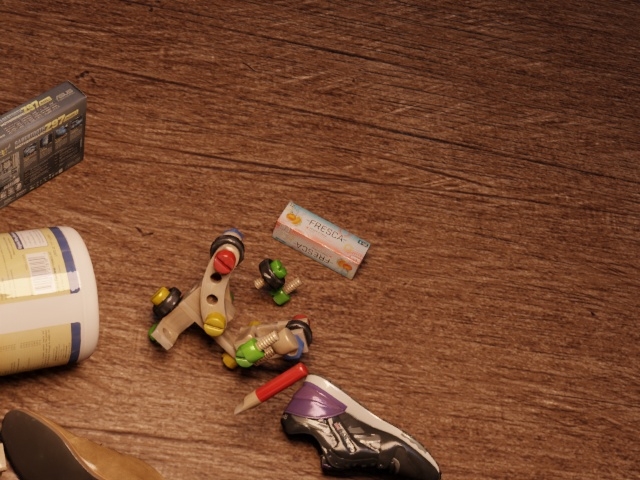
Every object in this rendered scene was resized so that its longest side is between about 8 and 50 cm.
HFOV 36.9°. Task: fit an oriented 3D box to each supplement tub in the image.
[{"bbox_3d":[-0.530,0.105,1.514,0.316,0.228,0.228,-8,57,-27],"label":"supplement tub"}]

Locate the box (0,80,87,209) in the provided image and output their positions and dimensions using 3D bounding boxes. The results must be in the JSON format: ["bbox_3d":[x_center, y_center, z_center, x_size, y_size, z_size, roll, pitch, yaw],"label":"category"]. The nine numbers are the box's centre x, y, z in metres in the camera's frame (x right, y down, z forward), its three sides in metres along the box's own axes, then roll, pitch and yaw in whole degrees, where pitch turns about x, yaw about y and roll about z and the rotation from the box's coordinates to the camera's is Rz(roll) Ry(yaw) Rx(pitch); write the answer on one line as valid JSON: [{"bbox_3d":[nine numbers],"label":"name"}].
[{"bbox_3d":[-0.536,-0.169,1.756,0.059,0.183,0.233,40,54,14],"label":"box"}]

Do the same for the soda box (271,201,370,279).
[{"bbox_3d":[0.000,0.000,1.872,0.183,0.058,0.063,29,51,4],"label":"soda box"}]

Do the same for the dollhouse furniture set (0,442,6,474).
[{"bbox_3d":[-0.592,0.428,1.302,0.356,0.173,0.303,-10,58,-23],"label":"dollhouse furniture set"}]

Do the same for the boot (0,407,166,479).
[{"bbox_3d":[-0.362,0.357,1.494,0.305,0.112,0.115,32,22,13],"label":"boot"}]

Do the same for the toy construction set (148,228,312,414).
[{"bbox_3d":[-0.161,0.165,1.628,0.237,0.257,0.308,-34,41,12],"label":"toy construction set"}]

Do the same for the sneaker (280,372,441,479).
[{"bbox_3d":[0.063,0.355,1.619,0.283,0.107,0.124,32,67,12],"label":"sneaker"}]
